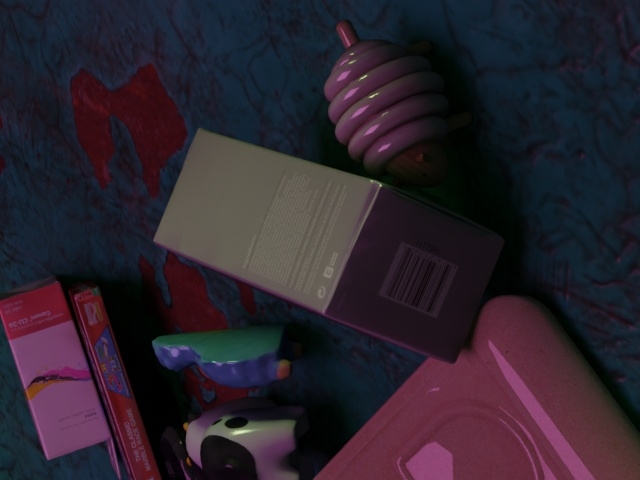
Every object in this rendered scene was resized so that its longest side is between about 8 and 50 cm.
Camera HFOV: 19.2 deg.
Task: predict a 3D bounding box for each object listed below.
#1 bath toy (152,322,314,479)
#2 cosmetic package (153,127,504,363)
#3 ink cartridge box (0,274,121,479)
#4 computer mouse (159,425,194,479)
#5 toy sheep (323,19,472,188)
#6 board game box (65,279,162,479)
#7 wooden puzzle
[{"bbox_3d":[-0.062,0.246,1.546,0.151,0.129,0.348,-17,-79,-82],"label":"bath toy"},{"bbox_3d":[0.000,0.000,1.328,0.238,0.127,0.107,25,93,53],"label":"cosmetic package"},{"bbox_3d":[-0.252,0.139,1.812,0.115,0.067,0.198,-170,62,-80],"label":"ink cartridge box"},{"bbox_3d":[-0.081,0.288,1.705,0.184,0.060,0.262,138,112,-73],"label":"computer mouse"},{"bbox_3d":[0.047,-0.093,1.286,0.132,0.091,0.091,59,145,15],"label":"toy sheep"},{"bbox_3d":[-0.178,0.175,1.749,0.145,0.027,0.281,-175,67,-78],"label":"board game box"},{"bbox_3d":[0.129,0.257,1.324,0.348,0.080,0.322,-48,66,32],"label":"wooden puzzle"}]
